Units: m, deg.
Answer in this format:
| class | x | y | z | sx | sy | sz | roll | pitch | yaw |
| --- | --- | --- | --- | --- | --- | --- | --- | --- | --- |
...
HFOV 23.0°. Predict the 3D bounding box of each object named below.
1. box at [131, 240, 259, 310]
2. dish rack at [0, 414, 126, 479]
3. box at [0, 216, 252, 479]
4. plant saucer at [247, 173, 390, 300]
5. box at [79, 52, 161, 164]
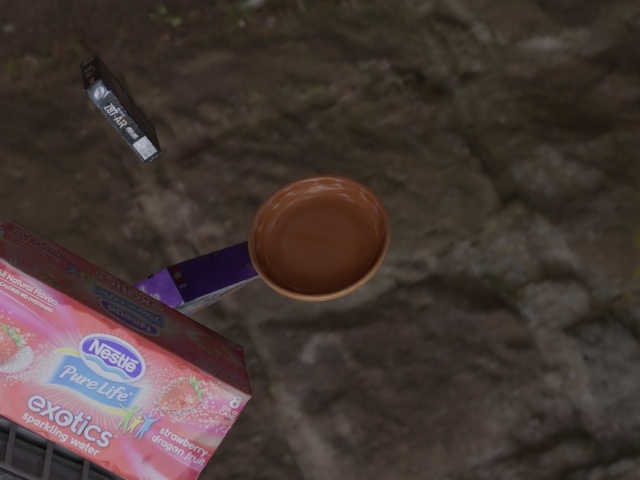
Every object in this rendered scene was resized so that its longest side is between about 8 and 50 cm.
| class | x | y | z | sx | sy | sz | roll | pitch | yaw |
| --- | --- | --- | --- | --- | --- | --- | --- | --- | --- |
| box | -0.206 | 0.077 | 2.175 | 0.201 | 0.057 | 0.293 | -29 | 176 | 25 |
| dish rack | -0.362 | 0.375 | 1.955 | 0.286 | 0.332 | 0.072 | 29 | 121 | -25 |
| box | -0.237 | 0.125 | 1.645 | 0.154 | 0.300 | 0.142 | -56 | -164 | 11 |
| plant saucer | 0.000 | 0.000 | 2.184 | 0.200 | 0.200 | 0.037 | -24 | 148 | -4 |
| box | -0.166 | -0.109 | 1.305 | 0.018 | 0.067 | 0.083 | -35 | 116 | 5 |
